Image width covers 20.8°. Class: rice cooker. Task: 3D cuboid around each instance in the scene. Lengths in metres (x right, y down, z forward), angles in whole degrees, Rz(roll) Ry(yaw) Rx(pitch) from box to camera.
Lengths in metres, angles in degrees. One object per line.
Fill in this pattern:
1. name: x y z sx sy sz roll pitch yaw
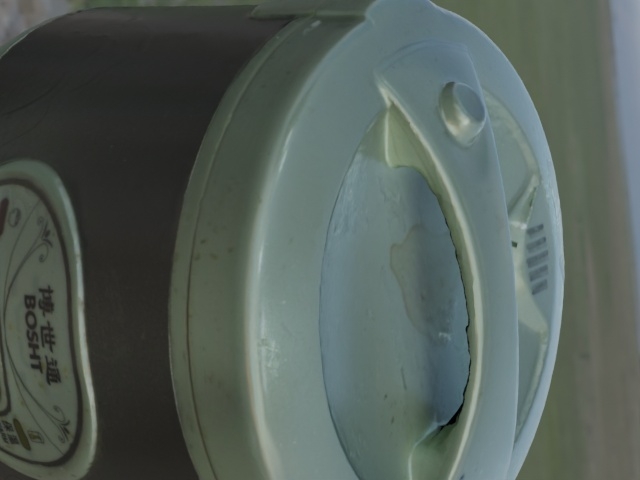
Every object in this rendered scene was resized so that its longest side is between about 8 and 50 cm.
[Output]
1. rice cooker: -0.032 0.024 0.845 0.288 0.277 0.288 -11 104 -53
